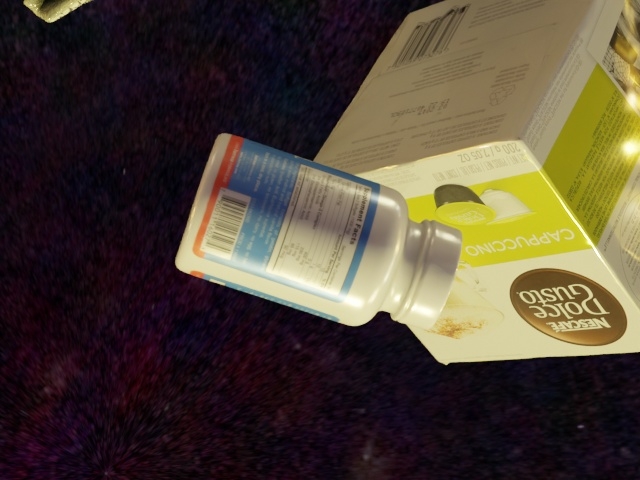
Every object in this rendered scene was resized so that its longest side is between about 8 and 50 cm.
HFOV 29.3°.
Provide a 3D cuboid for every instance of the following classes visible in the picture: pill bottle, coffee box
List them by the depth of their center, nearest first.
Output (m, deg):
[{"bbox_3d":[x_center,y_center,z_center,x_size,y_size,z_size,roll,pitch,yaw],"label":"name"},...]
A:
[{"bbox_3d":[0.000,0.000,1.032,0.221,0.124,0.124,19,77,-6],"label":"pill bottle"},{"bbox_3d":[0.247,-0.085,1.471,0.334,0.337,0.338,50,53,-27],"label":"coffee box"}]

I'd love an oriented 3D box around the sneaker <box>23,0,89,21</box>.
[{"bbox_3d":[-0.246,-0.345,1.311,0.158,0.410,0.182,37,69,0],"label":"sneaker"}]
